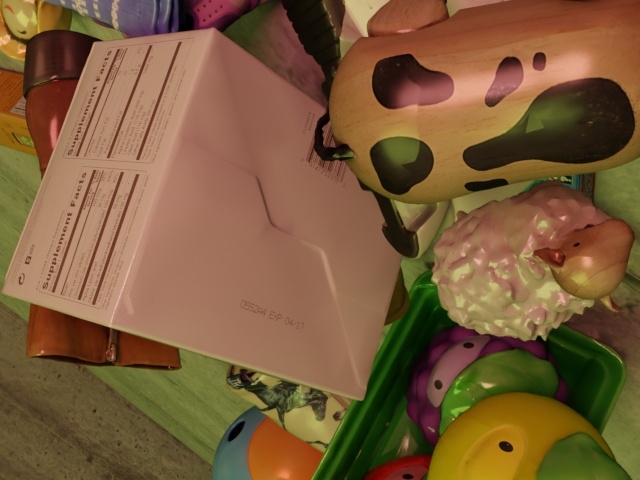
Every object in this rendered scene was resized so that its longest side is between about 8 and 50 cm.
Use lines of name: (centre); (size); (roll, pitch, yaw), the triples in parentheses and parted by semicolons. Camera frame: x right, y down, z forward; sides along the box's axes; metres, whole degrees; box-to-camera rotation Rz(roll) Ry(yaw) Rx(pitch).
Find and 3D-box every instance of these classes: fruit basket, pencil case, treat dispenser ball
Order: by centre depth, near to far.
fruit basket: (0.151, 0.229, 0.800); (0.283, 0.392, 0.392); (26, 153, 14)
pencil case: (0.045, 0.271, 1.226); (0.410, 0.159, 0.183); (41, 167, -16)
treat dispenser ball: (-0.055, 0.433, 1.469); (0.288, 0.288, 0.288); (26, 153, 14)

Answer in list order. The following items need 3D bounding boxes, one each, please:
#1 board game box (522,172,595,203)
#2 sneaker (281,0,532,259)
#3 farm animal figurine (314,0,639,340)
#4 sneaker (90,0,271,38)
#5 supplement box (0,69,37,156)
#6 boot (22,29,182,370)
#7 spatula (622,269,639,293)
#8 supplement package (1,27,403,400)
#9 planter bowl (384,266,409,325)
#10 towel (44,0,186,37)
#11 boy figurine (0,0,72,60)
board game box: (0.124, -0.069, 0.681); (0.210, 0.047, 0.160); (18, 151, 26)
sneaker: (0.058, -0.165, 0.539); (0.330, 0.146, 0.122); (67, 171, -15)
farm animal figurine: (0.132, -0.099, 0.348); (0.327, 0.172, 0.330); (-23, 115, 31)
sneaker: (-0.146, -0.208, 0.680); (0.237, 0.104, 0.095); (9, 147, 41)
supplement box: (-0.383, -0.165, 1.047); (0.234, 0.080, 0.078); (19, 151, 29)
boot: (-0.139, -0.025, 0.719); (0.096, 0.280, 0.264); (-16, 164, 33)
spatula: (0.245, 0.033, 0.660); (0.297, 0.030, 0.084); (19, 155, -4)
supplement package: (-0.068, -0.009, 0.626); (0.145, 0.203, 0.262); (7, 166, 41)
planter bowl: (0.000, 0.000, 0.837); (0.217, 0.217, 0.090); (23, 115, 19)
towel: (-0.242, -0.286, 0.552); (0.336, 0.040, 0.243); (21, 135, 14)
boy figurine: (-0.297, -0.287, 0.728); (0.177, 0.092, 0.285); (25, 150, 10)
